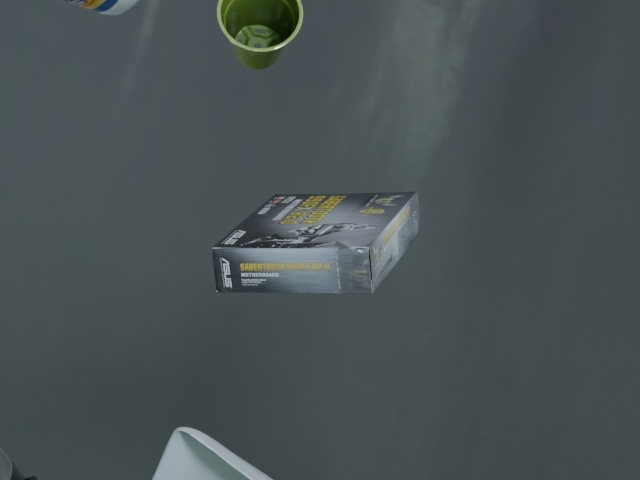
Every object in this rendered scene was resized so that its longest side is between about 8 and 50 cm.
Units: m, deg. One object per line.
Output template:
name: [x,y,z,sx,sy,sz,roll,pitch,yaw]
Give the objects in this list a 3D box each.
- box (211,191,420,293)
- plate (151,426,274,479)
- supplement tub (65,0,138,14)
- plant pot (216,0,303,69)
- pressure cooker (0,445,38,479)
box: [0.000,0.000,1.833,0.231,0.183,0.056,-45,-49,-65]
plate: [-0.092,0.367,2.018,0.045,0.277,0.278,-51,-8,-40]
supplement tub: [-0.249,-0.296,1.438,0.144,0.200,0.144,-35,48,50]
plant pot: [-0.060,-0.207,1.580,0.079,0.083,0.083,100,173,-70]
pressure cooker: [-0.424,0.229,1.216,0.375,0.420,0.370,-40,15,-17]
